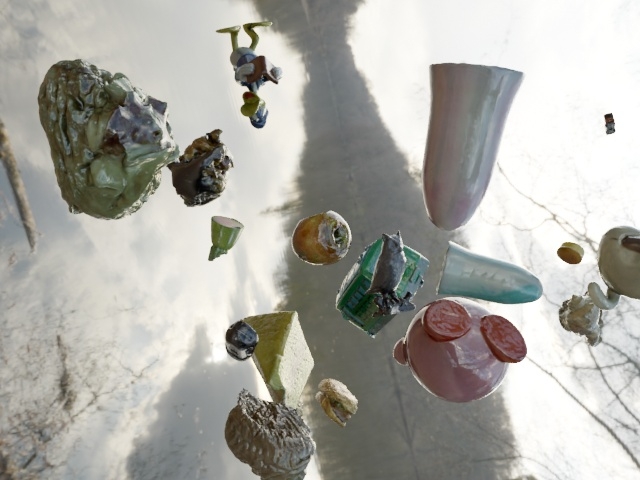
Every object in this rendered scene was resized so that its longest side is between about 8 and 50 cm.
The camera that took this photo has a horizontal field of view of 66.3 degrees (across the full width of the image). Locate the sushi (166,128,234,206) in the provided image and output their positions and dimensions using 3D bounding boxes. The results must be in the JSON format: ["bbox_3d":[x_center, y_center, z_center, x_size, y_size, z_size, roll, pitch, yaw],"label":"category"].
[{"bbox_3d":[-0.365,-0.230,1.543,0.213,0.203,0.200,54,19,-70],"label":"sushi"}]

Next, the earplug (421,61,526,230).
[{"bbox_3d":[0.262,-0.166,0.924,0.172,0.172,0.301,-82,179,-74],"label":"earplug"}]

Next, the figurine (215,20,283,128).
[{"bbox_3d":[-0.205,-0.538,1.640,0.283,0.204,0.339,40,-38,50],"label":"figurine"}]

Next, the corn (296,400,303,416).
[{"bbox_3d":[-0.155,0.617,1.746,0.087,0.210,0.087,44,29,-34],"label":"corn"}]

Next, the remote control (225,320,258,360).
[{"bbox_3d":[-0.225,0.287,1.331,0.090,0.066,0.266,43,-27,9],"label":"remote control"}]

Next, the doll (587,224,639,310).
[{"bbox_3d":[0.873,0.041,1.212,0.215,0.370,0.226,20,63,-32],"label":"doll"}]

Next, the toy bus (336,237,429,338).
[{"bbox_3d":[0.176,0.150,1.542,0.184,0.199,0.344,-57,176,-34],"label":"toy bus"}]

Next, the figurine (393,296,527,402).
[{"bbox_3d":[0.215,0.177,0.790,0.173,0.173,0.173,-12,90,-84],"label":"figurine"}]

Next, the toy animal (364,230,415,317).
[{"bbox_3d":[0.166,0.081,1.216,0.117,0.121,0.210,-1,-90,53],"label":"toy animal"}]

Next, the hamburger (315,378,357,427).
[{"bbox_3d":[0.053,0.633,1.980,0.131,0.124,0.262,42,-8,-12],"label":"hamburger"}]

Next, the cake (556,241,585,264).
[{"bbox_3d":[0.820,0.043,1.608,0.044,0.084,0.084,-50,147,-24],"label":"cake"}]

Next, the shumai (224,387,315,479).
[{"bbox_3d":[-0.129,0.491,1.143,0.184,0.218,0.186,-47,155,-69],"label":"shumai"}]

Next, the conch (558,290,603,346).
[{"bbox_3d":[0.946,0.274,1.746,0.245,0.178,0.163,56,-12,-17],"label":"conch"}]

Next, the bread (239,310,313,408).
[{"bbox_3d":[-0.175,0.417,1.557,0.362,0.244,0.233,-67,144,-64],"label":"bread"}]

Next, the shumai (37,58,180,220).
[{"bbox_3d":[-0.307,-0.161,0.767,0.189,0.218,0.256,-29,113,-49],"label":"shumai"}]

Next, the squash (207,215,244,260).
[{"bbox_3d":[-0.291,0.004,1.468,0.105,0.105,0.132,-76,-177,-77],"label":"squash"}]

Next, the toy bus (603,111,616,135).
[{"bbox_3d":[0.962,-0.387,1.633,0.110,0.031,0.043,26,56,-56],"label":"toy bus"}]

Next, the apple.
[{"bbox_3d":[0.000,0.000,0.922,0.114,0.102,0.099,-23,98,-50],"label":"apple"}]

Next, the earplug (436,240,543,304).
[{"bbox_3d":[0.561,0.128,1.613,0.185,0.323,0.185,13,90,-78],"label":"earplug"}]
